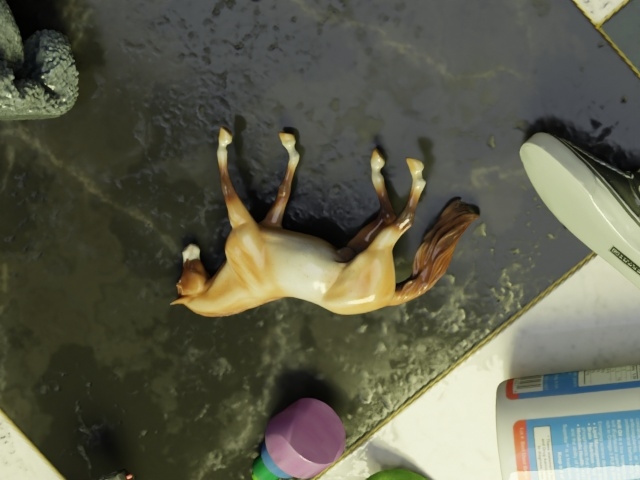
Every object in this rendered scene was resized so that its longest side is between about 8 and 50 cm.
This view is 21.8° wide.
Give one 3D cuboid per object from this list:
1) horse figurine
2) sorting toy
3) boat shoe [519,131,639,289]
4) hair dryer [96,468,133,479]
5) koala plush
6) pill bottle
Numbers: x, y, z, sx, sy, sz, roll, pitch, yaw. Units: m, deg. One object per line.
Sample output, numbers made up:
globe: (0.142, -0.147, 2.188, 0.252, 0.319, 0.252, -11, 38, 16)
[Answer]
horse figurine: (0.000, 0.000, 1.445, 0.263, 0.066, 0.175, 9, 99, 9)
sorting toy: (0.067, 0.306, 1.509, 0.365, 0.127, 0.126, 46, 136, -1)
boat shoe: (0.263, -0.020, 1.400, 0.219, 0.078, 0.070, 44, 72, 0)
hair dryer: (-0.187, 0.359, 1.575, 0.223, 0.080, 0.294, -27, 94, 32)
koala plush: (-0.325, -0.209, 1.393, 0.196, 0.203, 0.221, -5, 91, 10)
pill bottle: (0.266, 0.168, 1.413, 0.221, 0.124, 0.124, -7, 103, 12)
